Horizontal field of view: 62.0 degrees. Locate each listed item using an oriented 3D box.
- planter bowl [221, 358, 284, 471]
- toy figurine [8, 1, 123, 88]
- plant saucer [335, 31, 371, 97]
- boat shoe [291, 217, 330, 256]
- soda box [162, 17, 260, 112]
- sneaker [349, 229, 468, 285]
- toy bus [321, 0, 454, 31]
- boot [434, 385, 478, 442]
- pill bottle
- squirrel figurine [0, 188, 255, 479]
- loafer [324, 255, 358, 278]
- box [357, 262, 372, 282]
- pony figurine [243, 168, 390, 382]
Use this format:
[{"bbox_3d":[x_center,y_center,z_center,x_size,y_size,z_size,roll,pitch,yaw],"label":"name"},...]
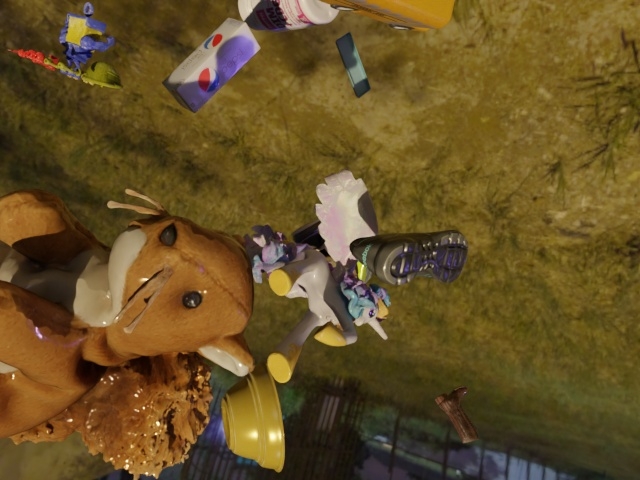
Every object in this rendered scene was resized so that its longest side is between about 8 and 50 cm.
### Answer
[{"bbox_3d":[-0.142,0.349,1.043,0.090,0.217,0.217,-6,175,-20],"label":"planter bowl"},{"bbox_3d":[-0.688,-0.575,1.504,0.362,0.217,0.191,24,-175,34],"label":"toy figurine"},{"bbox_3d":[0.101,-0.545,1.661,0.018,0.067,0.192,11,135,50],"label":"plant saucer"},{"bbox_3d":[0.000,0.000,1.431,0.095,0.112,0.335,60,-176,4],"label":"boat shoe"},{"bbox_3d":[-0.237,-0.385,1.166,0.069,0.216,0.074,34,168,39],"label":"soda box"},{"bbox_3d":[0.166,0.018,0.947,0.267,0.101,0.106,3,-167,-44],"label":"sneaker"},{"bbox_3d":[0.117,-0.412,0.852,0.130,0.108,0.333,21,-159,35],"label":"toy bus"},{"bbox_3d":[0.316,0.380,1.161,0.106,0.037,0.114,-10,-130,-36],"label":"boot"},{"bbox_3d":[-0.093,-0.675,1.495,0.283,0.160,0.160,12,167,43],"label":"pill bottle"},{"bbox_3d":[-0.251,0.106,0.628,0.370,0.281,0.397,-13,138,-3],"label":"squirrel figurine"},{"bbox_3d":[0.021,0.055,1.250,0.148,0.050,0.056,14,176,-3],"label":"loafer"},{"bbox_3d":[0.113,0.062,1.415,0.042,0.109,0.178,15,-163,15],"label":"box"},{"bbox_3d":[-0.015,0.065,1.026,0.303,0.351,0.363,-35,166,28],"label":"pony figurine"}]
